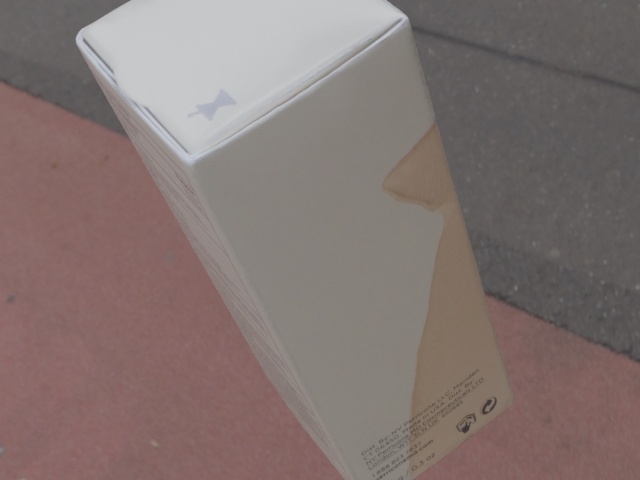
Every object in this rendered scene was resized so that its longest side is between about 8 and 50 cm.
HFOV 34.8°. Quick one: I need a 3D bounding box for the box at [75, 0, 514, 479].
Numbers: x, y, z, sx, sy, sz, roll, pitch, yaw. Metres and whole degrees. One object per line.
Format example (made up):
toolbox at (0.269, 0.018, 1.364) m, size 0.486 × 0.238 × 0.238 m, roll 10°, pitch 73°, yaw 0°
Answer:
box at (0.000, 0.000, 0.582) m, size 0.121 × 0.311 × 0.148 m, roll -34°, pitch 47°, yaw -11°
